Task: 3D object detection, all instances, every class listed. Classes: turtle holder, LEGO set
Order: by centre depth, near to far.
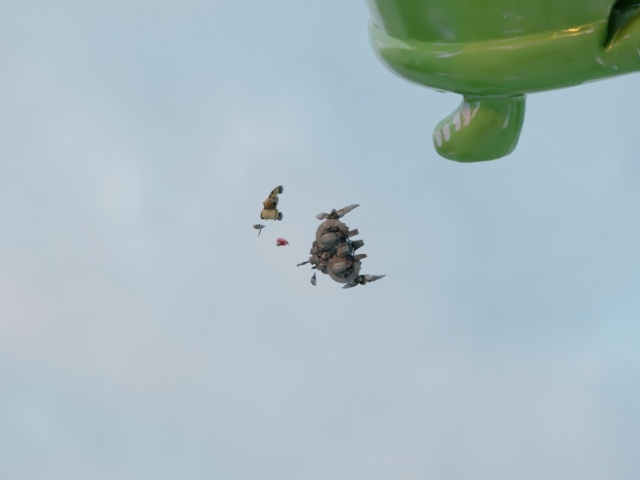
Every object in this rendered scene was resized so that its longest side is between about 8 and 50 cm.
[{"bbox_3d":[0.114,-0.178,0.924,0.243,0.320,0.227,-11,-70,20],"label":"turtle holder"},{"bbox_3d":[-0.002,0.002,1.073,0.083,0.054,0.023,13,11,14],"label":"LEGO set"}]
